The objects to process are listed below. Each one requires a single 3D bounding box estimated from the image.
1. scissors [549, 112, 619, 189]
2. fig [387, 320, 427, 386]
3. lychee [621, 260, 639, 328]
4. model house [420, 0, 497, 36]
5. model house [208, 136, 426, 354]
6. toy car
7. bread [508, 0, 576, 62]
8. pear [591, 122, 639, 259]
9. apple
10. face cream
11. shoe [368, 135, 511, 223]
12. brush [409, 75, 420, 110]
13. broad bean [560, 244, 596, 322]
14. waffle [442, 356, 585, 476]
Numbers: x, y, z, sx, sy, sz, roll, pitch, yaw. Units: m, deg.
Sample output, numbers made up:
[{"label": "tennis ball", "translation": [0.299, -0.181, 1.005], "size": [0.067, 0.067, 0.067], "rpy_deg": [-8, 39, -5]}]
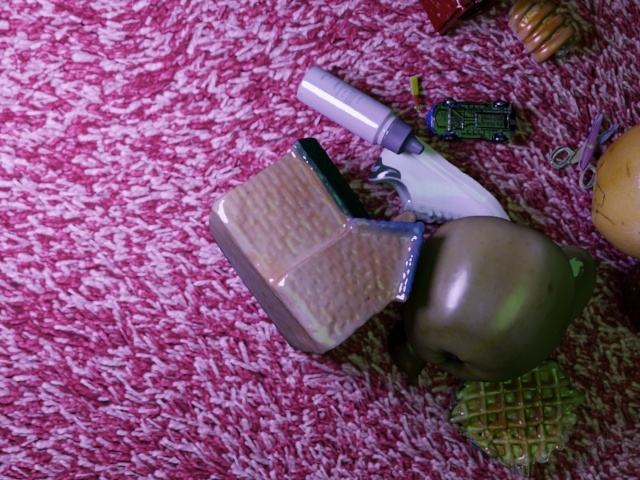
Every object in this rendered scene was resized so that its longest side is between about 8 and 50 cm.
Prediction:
[{"label": "scissors", "translation": [0.669, -0.232, 1.494], "size": [0.134, 0.020, 0.187], "rpy_deg": [37, 88, -2]}, {"label": "fig", "translation": [0.217, 0.264, 1.408], "size": [0.109, 0.103, 0.154], "rpy_deg": [-13, 84, 15]}, {"label": "lychee", "translation": [0.821, 0.133, 1.453], "size": [0.188, 0.188, 0.188], "rpy_deg": [0, 91, -7]}, {"label": "model house", "translation": [0.293, -0.623, 1.350], "size": [0.160, 0.196, 0.254], "rpy_deg": [-35, 95, -3]}, {"label": "model house", "translation": [0.000, 0.000, 1.286], "size": [0.343, 0.334, 0.382], "rpy_deg": [-37, 91, -15]}, {"label": "toy car", "translation": [0.360, -0.284, 1.433], "size": [0.216, 0.063, 0.103], "rpy_deg": [2, 91, -2]}, {"label": "bread", "translation": [0.532, -0.512, 1.441], "size": [0.119, 0.084, 0.177], "rpy_deg": [-42, 92, -5]}, {"label": "pear", "translation": [0.789, -0.115, 1.353], "size": [0.349, 0.348, 0.348], "rpy_deg": [0, 91, -7]}, {"label": "apple", "translation": [0.353, 0.126, 1.273], "size": [0.358, 0.357, 0.357], "rpy_deg": [0, 91, -7]}, {"label": "face cream", "translation": [0.096, -0.279, 1.338], "size": [0.311, 0.092, 0.092], "rpy_deg": [33, 87, 13]}, {"label": "shoe", "translation": [0.274, -0.088, 1.395], "size": [0.363, 0.132, 0.160], "rpy_deg": [40, 86, -2]}, {"label": "brush", "translation": [0.226, -0.350, 1.434], "size": [0.019, 0.021, 0.083], "rpy_deg": [-7, 87, -9]}, {"label": "broad bean", "translation": [0.547, 0.126, 1.451], "size": [0.263, 0.121, 0.189], "rpy_deg": [-41, 93, 8]}, {"label": "waffle", "translation": [0.472, 0.398, 1.460], "size": [0.317, 0.073, 0.297], "rpy_deg": [37, 87, -4]}]
